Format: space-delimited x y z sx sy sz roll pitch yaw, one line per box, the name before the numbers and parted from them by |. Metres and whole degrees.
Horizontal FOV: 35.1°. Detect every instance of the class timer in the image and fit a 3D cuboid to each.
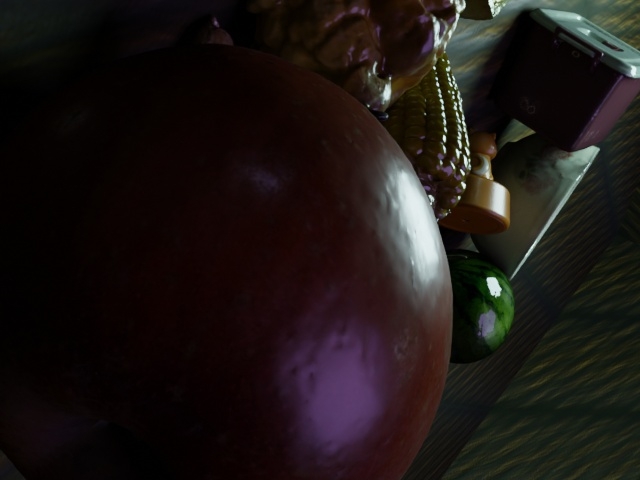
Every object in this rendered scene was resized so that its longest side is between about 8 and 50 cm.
timer | 0.240 -0.101 1.570 0.132 0.132 0.152 53 48 -68

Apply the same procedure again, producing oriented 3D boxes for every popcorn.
popcorn | 0.021 -0.182 0.885 0.194 0.163 0.140 -54 175 -17

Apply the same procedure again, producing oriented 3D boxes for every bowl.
bowl | 0.349 -0.079 1.753 0.277 0.145 0.277 -52 166 -18

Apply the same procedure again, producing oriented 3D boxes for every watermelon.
watermelon | 0.226 0.103 1.695 0.188 0.188 0.214 -53 128 -18

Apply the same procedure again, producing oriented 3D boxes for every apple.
apple | -0.076 0.044 0.691 0.348 0.348 0.277 97 17 -46

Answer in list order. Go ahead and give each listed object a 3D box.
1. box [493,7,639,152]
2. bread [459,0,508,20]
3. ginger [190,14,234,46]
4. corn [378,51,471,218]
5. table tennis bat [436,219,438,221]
box | 0.413 -0.256 1.636 0.294 0.193 0.167 -20 141 -61
bread | 0.195 -0.327 1.193 0.156 0.064 0.117 -40 139 -53
ginger | -0.081 -0.053 0.927 0.148 0.081 0.333 -34 150 -19
corn | 0.081 -0.126 0.995 0.322 0.119 0.119 -92 -168 -51
table tennis bat | 0.148 -0.001 1.542 0.155 0.019 0.100 115 1 -60
